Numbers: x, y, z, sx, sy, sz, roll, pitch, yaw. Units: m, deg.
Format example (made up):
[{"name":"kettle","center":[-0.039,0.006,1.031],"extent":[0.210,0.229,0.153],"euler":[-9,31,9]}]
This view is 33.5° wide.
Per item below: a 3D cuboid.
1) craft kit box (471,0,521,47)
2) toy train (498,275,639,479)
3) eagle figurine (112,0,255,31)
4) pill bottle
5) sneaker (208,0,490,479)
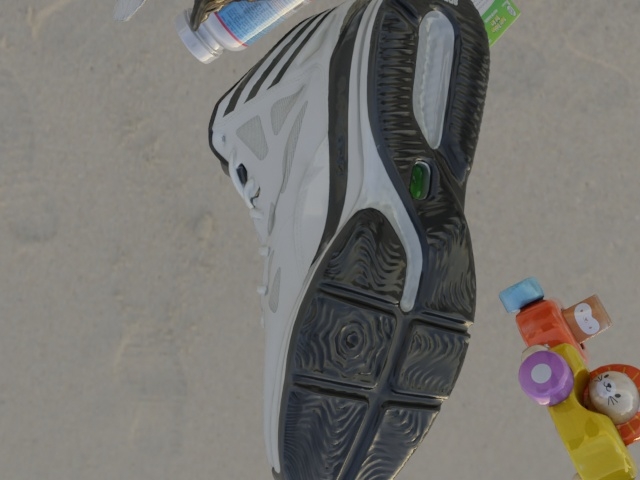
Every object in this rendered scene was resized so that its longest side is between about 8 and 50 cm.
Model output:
[{"name":"craft kit box","center":[0.189,-0.400,1.660],"extent":[0.246,0.250,0.061],"euler":[49,128,-5]},{"name":"toy train","center":[0.125,0.083,0.425],"extent":[0.046,0.166,0.125],"euler":[-29,166,12]},{"name":"eagle figurine","center":[-0.123,-0.372,1.038],"extent":[0.226,0.225,0.298],"euler":[-12,112,23]},{"name":"pill bottle","center":[-0.085,-0.273,1.215],"extent":[0.160,0.087,0.087],"euler":[-33,131,16]},{"name":"sneaker","center":[0.001,0.000,0.954],"extent":[0.169,0.447,0.257],"euler":[17,171,-34]}]
